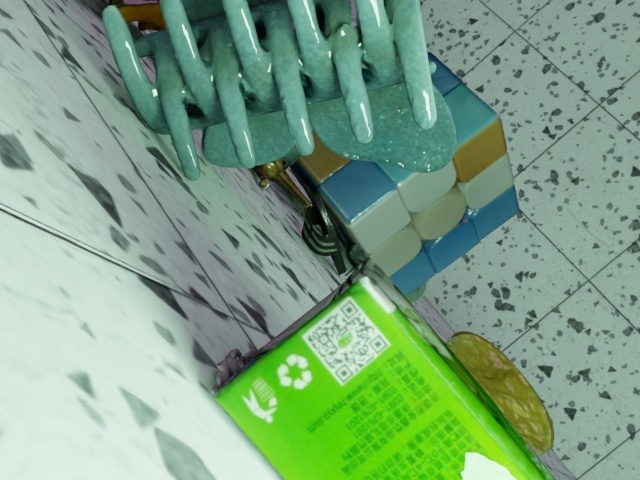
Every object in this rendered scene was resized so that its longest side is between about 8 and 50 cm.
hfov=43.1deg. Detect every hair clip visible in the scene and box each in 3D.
[{"bbox_3d":[-0.035,-0.203,0.855,0.238,0.318,0.392,-74,152,-67],"label":"hair clip"}]

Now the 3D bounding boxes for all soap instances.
[{"bbox_3d":[0.380,0.315,1.697,0.306,0.115,0.427,47,5,14],"label":"soap"}]

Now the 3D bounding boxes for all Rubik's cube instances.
[{"bbox_3d":[0.149,-0.147,1.624,0.346,0.344,0.347,51,-2,36],"label":"Rubik's cube"}]

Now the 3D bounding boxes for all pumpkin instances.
[{"bbox_3d":[-0.282,-0.376,1.300,0.290,0.095,0.258,49,8,38],"label":"pumpkin"}]

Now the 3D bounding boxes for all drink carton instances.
[{"bbox_3d":[0.069,0.137,0.475,0.271,0.108,0.161,49,5,1],"label":"drink carton"}]

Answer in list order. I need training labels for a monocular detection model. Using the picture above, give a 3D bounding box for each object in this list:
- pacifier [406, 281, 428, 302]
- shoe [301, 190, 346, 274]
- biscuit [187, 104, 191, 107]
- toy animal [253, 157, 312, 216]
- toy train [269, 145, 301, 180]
[{"bbox_3d":[0.161,0.084,1.771,0.116,0.127,0.150,-12,34,-43],"label":"pacifier"},{"bbox_3d":[0.000,0.000,1.237,0.179,0.049,0.071,72,-4,-55],"label":"shoe"},{"bbox_3d":[-0.148,-0.225,1.298,0.154,0.045,0.299,19,14,-11],"label":"biscuit"},{"bbox_3d":[-0.079,-0.118,1.366,0.149,0.054,0.275,54,6,27],"label":"toy animal"},{"bbox_3d":[-0.177,-0.284,1.536,0.409,0.086,0.089,52,8,28],"label":"toy train"}]
